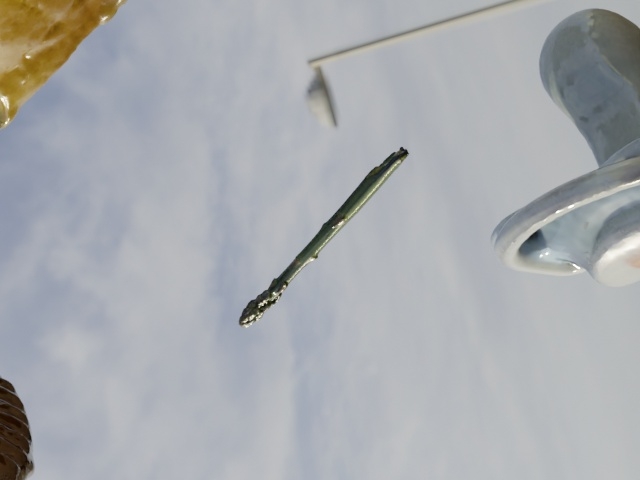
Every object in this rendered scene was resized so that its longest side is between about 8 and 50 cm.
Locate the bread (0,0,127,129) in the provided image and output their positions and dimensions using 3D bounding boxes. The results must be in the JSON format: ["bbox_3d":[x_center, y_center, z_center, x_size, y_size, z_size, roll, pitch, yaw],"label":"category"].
[{"bbox_3d":[-0.320,-0.299,1.065,0.233,0.245,0.362,50,-174,26],"label":"bread"}]

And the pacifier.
[{"bbox_3d":[0.227,-0.083,1.019,0.227,0.279,0.207,-1,-112,-39],"label":"pacifier"}]

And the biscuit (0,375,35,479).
[{"bbox_3d":[-0.188,0.067,0.440,0.188,0.188,0.027,-48,-35,-67],"label":"biscuit"}]

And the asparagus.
[{"bbox_3d":[0.000,0.000,0.824,0.016,0.166,0.013,2,-133,-51],"label":"asparagus"}]
